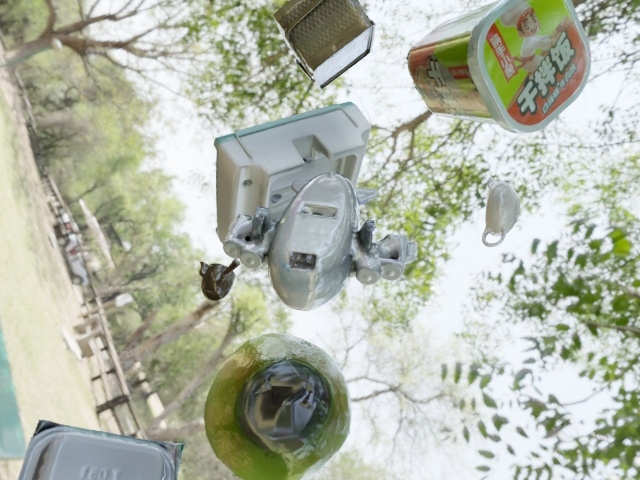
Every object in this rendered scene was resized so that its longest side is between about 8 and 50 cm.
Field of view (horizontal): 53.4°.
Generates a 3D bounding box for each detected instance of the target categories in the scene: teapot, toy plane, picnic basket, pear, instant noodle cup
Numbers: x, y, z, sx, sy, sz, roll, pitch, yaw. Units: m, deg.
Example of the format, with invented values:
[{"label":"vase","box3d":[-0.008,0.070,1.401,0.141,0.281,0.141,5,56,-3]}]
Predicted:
[{"label":"teapot","box3d":[0.473,-0.075,1.672,0.092,0.226,0.145,3,-37,25]},{"label":"toy plane","box3d":[0.000,-0.004,0.867,0.267,0.267,0.122,48,-32,45]},{"label":"teapot","box3d":[-0.213,0.072,1.335,0.085,0.080,0.110,34,-43,-19]},{"label":"picnic basket","box3d":[0.012,-0.442,1.368,0.139,0.165,0.266,54,4,-1]},{"label":"pear","box3d":[-0.089,0.409,1.584,0.398,0.399,0.165,62,-23,12]},{"label":"instant noodle cup","box3d":[0.361,-0.380,1.374,0.308,0.294,0.293,22,-46,64]}]

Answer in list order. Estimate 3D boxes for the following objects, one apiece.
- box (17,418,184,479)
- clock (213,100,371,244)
[{"label":"box","box3d":[-0.465,0.515,1.355,0.106,0.337,0.264,124,-25,-43]},{"label":"clock","box3d":[-0.043,-0.094,1.082,0.116,0.262,0.231,53,-30,33]}]
